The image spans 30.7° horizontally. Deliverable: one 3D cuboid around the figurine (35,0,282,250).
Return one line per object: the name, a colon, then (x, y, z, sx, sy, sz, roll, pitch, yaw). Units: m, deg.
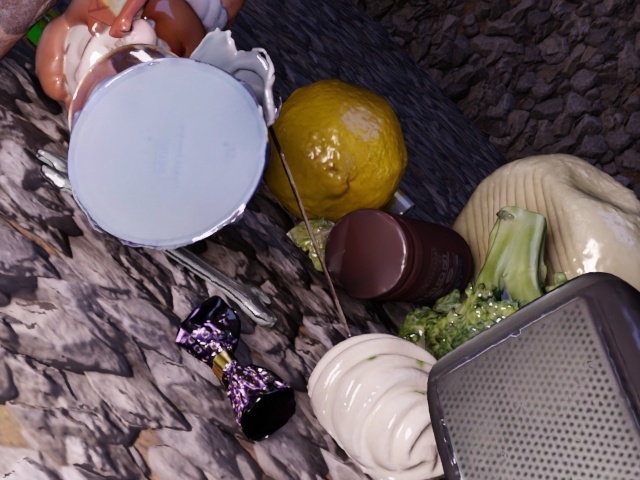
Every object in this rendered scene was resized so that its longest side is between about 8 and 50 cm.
figurine: (-0.164, -0.168, 1.207, 0.248, 0.276, 0.388, 2, 24, -23)

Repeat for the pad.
pad: (-0.012, -0.008, 1.296, 0.220, 0.004, 0.330, -112, -179, -58)

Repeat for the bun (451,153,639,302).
bun: (0.342, 0.056, 1.695, 0.227, 0.352, 0.349, 18, 52, -34)

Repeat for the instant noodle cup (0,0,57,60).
instant noodle cup: (-0.344, -0.292, 1.167, 0.217, 0.207, 0.217, 40, 17, -14)

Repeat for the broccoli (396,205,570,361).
broccoli: (0.241, 0.111, 1.438, 0.260, 0.288, 0.235, -57, 137, -41)

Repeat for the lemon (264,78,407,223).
lemon: (0.020, -0.119, 1.605, 0.204, 0.204, 0.260, 40, 14, -10)

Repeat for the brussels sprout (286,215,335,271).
brussels sprout: (0.000, 0.000, 1.522, 0.085, 0.058, 0.085, 50, 0, 0)

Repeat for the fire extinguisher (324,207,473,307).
fire extinguisher: (0.121, 0.035, 1.570, 0.114, 0.135, 0.337, 43, 15, 22)

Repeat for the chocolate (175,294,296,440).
chocolate: (-0.081, 0.111, 1.045, 0.072, 0.070, 0.147, 13, 21, -42)

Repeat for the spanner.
spanner: (-0.163, -0.001, 1.193, 0.302, 0.017, 0.071, 35, 13, -22)

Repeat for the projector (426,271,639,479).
projector: (0.324, 0.287, 1.064, 0.395, 0.242, 0.405, 34, 31, -43)

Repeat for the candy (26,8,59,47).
candy: (-0.328, -0.252, 1.420, 0.178, 0.032, 0.102, 46, 16, 11)

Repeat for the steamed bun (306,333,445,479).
steamed bun: (0.080, 0.167, 1.182, 0.183, 0.106, 0.183, 37, 16, -13)

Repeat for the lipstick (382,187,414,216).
lipstick: (0.046, -0.132, 1.970, 0.264, 0.059, 0.059, 45, 16, 7)
